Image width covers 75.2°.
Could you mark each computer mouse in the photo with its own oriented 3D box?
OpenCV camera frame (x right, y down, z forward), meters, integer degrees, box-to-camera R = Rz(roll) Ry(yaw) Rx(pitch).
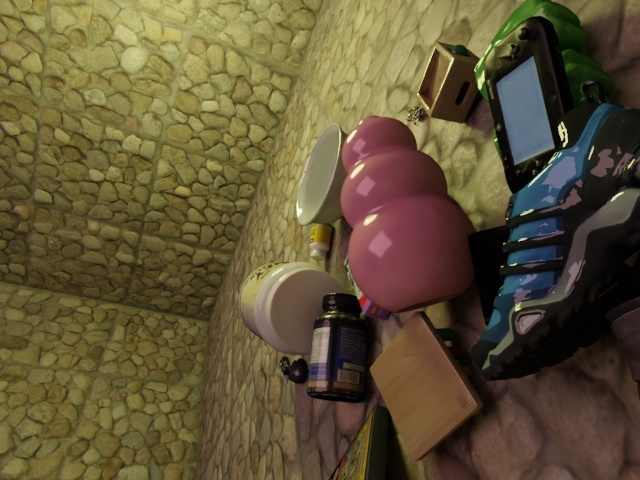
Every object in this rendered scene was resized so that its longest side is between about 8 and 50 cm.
[{"bbox_3d":[-0.097,0.396,1.295,0.242,0.041,0.071,158,124,-67],"label":"computer mouse"}]

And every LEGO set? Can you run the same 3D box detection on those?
[{"bbox_3d":[0.220,-0.299,0.977,0.083,0.023,0.054,170,114,-69],"label":"LEGO set"}]

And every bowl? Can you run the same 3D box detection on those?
[{"bbox_3d":[0.047,-0.170,1.190,0.298,0.133,0.298,-164,90,-71],"label":"bowl"}]

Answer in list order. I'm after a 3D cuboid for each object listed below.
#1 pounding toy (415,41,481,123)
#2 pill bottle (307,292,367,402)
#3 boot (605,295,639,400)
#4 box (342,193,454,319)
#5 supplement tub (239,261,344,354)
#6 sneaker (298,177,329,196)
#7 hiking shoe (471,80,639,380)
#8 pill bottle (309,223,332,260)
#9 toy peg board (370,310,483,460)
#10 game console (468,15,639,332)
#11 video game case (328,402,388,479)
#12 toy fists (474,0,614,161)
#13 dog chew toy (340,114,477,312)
[{"bbox_3d":[0.265,-0.307,0.784,0.130,0.100,0.141,-98,20,-50],"label":"pounding toy"},{"bbox_3d":[0.041,0.234,0.915,0.123,0.122,0.220,140,142,-58],"label":"pill bottle"},{"bbox_3d":[0.325,0.101,0.211,0.338,0.118,0.223,-31,52,58],"label":"boot"},{"bbox_3d":[0.151,-0.007,0.894,0.201,0.057,0.294,-109,40,-59],"label":"box"},{"bbox_3d":[-0.082,0.176,1.128,0.324,0.235,0.236,170,114,-68],"label":"supplement tub"},{"bbox_3d":[-0.002,-0.175,1.423,0.091,0.094,0.258,-56,31,14],"label":"sneaker"},{"bbox_3d":[0.237,0.013,0.418,0.304,0.113,0.132,-67,31,29],"label":"hiking shoe"},{"bbox_3d":[0.000,0.000,1.293,0.065,0.065,0.117,144,137,-61],"label":"pill bottle"},{"bbox_3d":[0.177,0.223,0.652,0.161,0.079,0.161,-62,38,33],"label":"toy peg board"},{"bbox_3d":[0.257,-0.072,0.503,0.213,0.043,0.362,-21,76,63],"label":"game console"},{"bbox_3d":[0.040,0.450,0.693,0.249,0.035,0.275,-64,-5,16],"label":"video game case"},{"bbox_3d":[0.309,-0.218,0.574,0.142,0.096,0.280,117,158,-56],"label":"toy fists"},{"bbox_3d":[0.127,-0.056,0.687,0.206,0.206,0.333,-41,59,57],"label":"dog chew toy"}]
